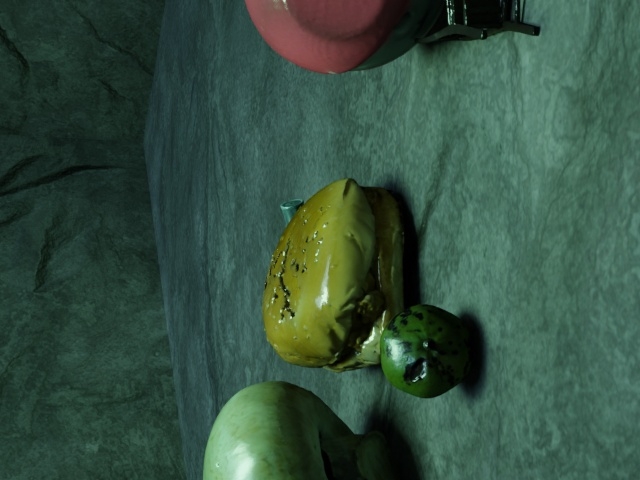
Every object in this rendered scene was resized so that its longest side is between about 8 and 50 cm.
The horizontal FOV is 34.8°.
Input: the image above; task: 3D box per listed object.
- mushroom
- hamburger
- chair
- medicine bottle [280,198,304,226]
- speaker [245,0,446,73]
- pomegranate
[{"bbox_3d":[-0.024,0.372,1.496,0.352,0.260,0.352,56,-159,-35],"label":"mushroom"},{"bbox_3d":[0.025,0.055,1.585,0.304,0.174,0.284,149,132,-61],"label":"hamburger"},{"bbox_3d":[0.181,-0.294,1.245,0.212,0.084,0.101,-149,55,-70],"label":"chair"},{"bbox_3d":[-0.027,0.031,1.805,0.090,0.053,0.208,21,130,60],"label":"medicine bottle"},{"bbox_3d":[0.043,-0.365,1.375,0.294,0.294,0.294,-179,90,-72],"label":"speaker"},{"bbox_3d":[0.139,0.150,1.324,0.161,0.122,0.122,67,-167,-62],"label":"pomegranate"}]
